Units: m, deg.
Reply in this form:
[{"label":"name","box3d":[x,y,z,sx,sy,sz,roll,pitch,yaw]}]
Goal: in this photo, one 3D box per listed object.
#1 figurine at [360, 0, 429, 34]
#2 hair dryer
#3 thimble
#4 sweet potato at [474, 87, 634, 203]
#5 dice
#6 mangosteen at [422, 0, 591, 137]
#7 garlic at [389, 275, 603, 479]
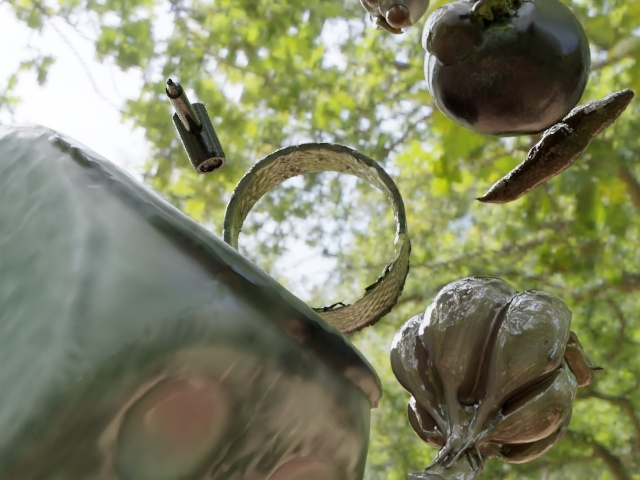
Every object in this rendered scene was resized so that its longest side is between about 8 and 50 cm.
[{"label":"figurine","box3d":[0.111,-0.451,1.758,0.133,0.194,0.274,-19,-46,-5]},{"label":"hair dryer","box3d":[-0.241,-0.219,2.041,0.070,0.128,0.255,-24,-19,0]},{"label":"thimble","box3d":[0.000,0.000,1.615,0.271,0.270,0.150,14,-14,9]},{"label":"sweet potato","box3d":[0.343,-0.131,1.628,0.067,0.274,0.067,52,2,-3]},{"label":"dice","box3d":[-0.183,0.131,0.835,0.330,0.348,0.328,37,-5,45]},{"label":"mangosteen","box3d":[0.249,-0.275,1.533,0.231,0.231,0.289,8,-38,25]},{"label":"garlic","box3d":[0.099,0.103,0.750,0.131,0.194,0.127,-2,-64,40]}]
